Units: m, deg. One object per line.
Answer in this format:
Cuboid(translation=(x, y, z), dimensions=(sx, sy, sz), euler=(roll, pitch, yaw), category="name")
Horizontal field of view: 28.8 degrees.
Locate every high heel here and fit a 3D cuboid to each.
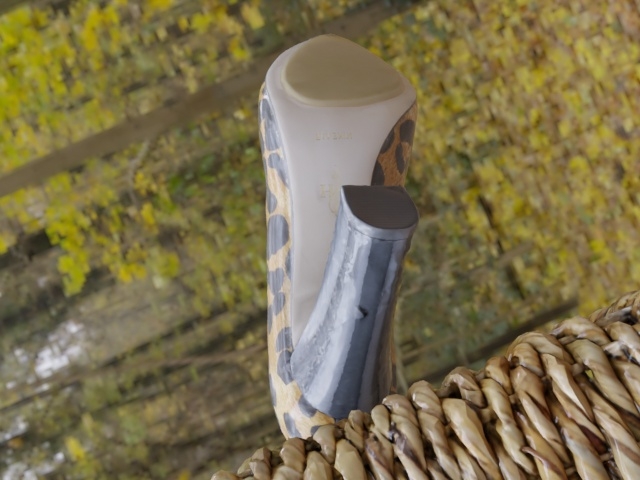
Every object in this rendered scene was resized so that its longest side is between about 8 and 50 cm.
Cuboid(translation=(0.000, 0.000, 0.726), dimensions=(0.261, 0.093, 0.186), euler=(-99, 17, -56), category="high heel")

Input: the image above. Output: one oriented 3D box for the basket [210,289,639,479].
Cuboid(translation=(0.114, 0.205, 0.555), dimensions=(0.213, 0.223, 0.299), euler=(50, -163, -71), category="basket")
